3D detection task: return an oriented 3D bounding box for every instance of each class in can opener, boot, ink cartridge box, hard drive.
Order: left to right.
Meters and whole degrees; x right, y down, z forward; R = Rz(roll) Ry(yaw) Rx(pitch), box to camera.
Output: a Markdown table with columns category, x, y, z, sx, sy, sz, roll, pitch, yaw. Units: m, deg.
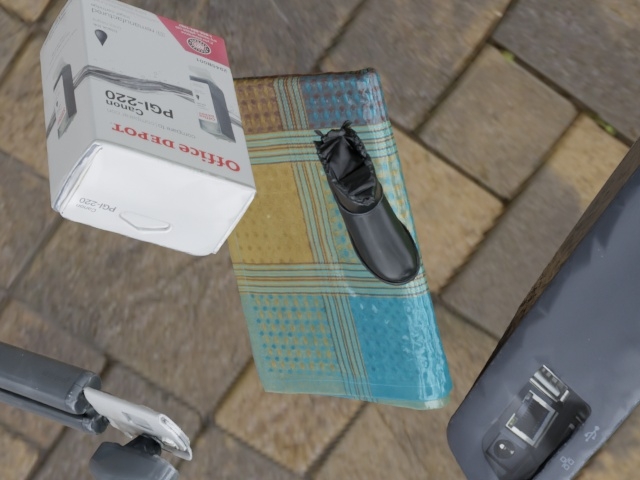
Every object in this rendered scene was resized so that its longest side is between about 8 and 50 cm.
| category | x | y | z | sx | sy | sz | roll | pitch | yaw |
| --- | --- | --- | --- | --- | --- | --- | --- | --- | --- |
| can opener | -0.247 | 0.174 | 1.463 | 0.095 | 0.283 | 0.076 | -58 | 143 | -27 |
| ink cartridge box | -0.157 | -0.106 | 1.328 | 0.158 | 0.218 | 0.092 | 16 | 131 | -28 |
| boot | 0.035 | -0.027 | 1.120 | 0.045 | 0.099 | 0.121 | -28 | 78 | -3 |
| hard drive | 0.141 | -0.021 | 0.552 | 0.054 | 0.172 | 0.254 | 37 | 116 | 5 |

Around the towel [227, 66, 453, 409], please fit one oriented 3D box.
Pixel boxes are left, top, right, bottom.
| category | x | y | z | sx | sy | sz | roll | pitch | yaw |
| --- | --- | --- | --- | --- | --- | --- | --- | --- | --- |
| towel | 0.000 | 0.000 | 1.607 | 0.271 | 0.040 | 0.370 | 2 | 112 | 41 |
